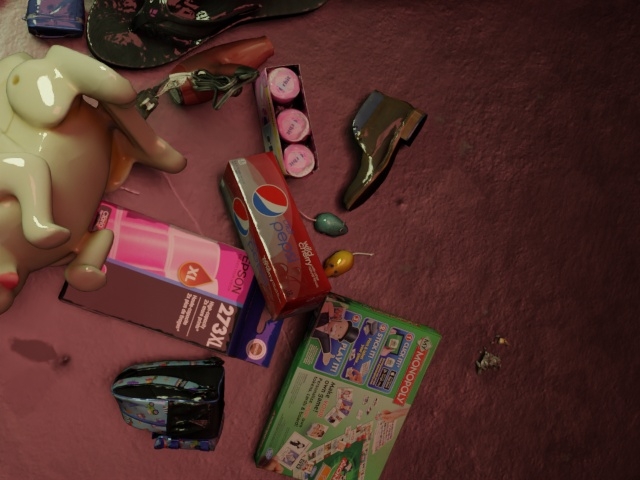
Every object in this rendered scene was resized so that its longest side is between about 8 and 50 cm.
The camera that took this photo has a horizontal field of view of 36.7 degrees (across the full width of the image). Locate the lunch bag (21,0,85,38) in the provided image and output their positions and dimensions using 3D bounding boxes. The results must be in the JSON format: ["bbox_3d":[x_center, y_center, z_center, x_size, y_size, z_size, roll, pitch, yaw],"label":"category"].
[{"bbox_3d":[-0.429,-0.358,1.549,0.098,0.067,0.065,0,87,-14],"label":"lunch bag"}]

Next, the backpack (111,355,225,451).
[{"bbox_3d":[-0.242,0.259,1.536,0.173,0.158,0.117,2,106,-2],"label":"backpack"}]

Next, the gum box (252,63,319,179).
[{"bbox_3d":[-0.059,-0.191,1.622,0.062,0.107,0.188,-11,91,-15],"label":"gum box"}]

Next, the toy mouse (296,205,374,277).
[{"bbox_3d":[0.000,0.000,1.665,0.161,0.031,0.143,-31,94,-20],"label":"toy mouse"}]

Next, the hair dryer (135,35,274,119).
[{"bbox_3d":[-0.155,-0.256,1.551,0.293,0.224,0.080,-58,138,-51],"label":"hair dryer"}]

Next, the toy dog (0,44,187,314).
[{"bbox_3d":[-0.463,-0.073,1.396,0.395,0.284,0.408,28,74,15],"label":"toy dog"}]

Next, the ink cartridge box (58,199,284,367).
[{"bbox_3d":[-0.224,0.076,1.593,0.371,0.069,0.175,20,82,-16],"label":"ink cartridge box"}]

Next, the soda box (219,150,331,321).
[{"bbox_3d":[-0.077,-0.009,1.569,0.083,0.092,0.263,-15,70,-24],"label":"soda box"}]

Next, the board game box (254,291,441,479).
[{"bbox_3d":[0.044,0.264,1.621,0.213,0.046,0.317,21,99,-14],"label":"board game box"}]

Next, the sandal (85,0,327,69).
[{"bbox_3d":[-0.178,-0.415,1.598,0.446,0.107,0.167,-23,94,-15],"label":"sandal"}]

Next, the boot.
[{"bbox_3d":[0.083,-0.160,1.691,0.106,0.082,0.219,36,83,11],"label":"boot"}]

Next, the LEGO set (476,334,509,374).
[{"bbox_3d":[0.313,0.210,1.750,0.054,0.023,0.083,22,82,-13],"label":"LEGO set"}]
